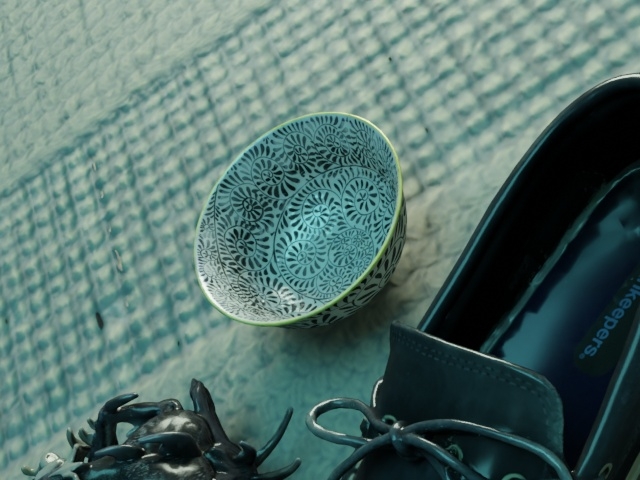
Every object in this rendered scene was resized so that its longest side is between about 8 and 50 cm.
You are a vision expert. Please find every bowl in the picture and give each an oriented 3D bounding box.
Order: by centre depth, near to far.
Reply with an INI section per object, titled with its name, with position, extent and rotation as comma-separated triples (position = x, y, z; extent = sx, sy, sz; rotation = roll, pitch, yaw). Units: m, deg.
[bowl]
position = 0.000, 0.000, 0.917
extent = 0.170, 0.080, 0.170
rotation = -17, 54, 25

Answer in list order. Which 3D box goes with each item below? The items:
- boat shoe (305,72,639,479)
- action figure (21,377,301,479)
[boat shoe]
position = 0.088, 0.117, 0.705
extent = 0.187, 0.156, 0.500
rotation = 22, 71, 47
[action figure]
position = -0.146, 0.185, 0.868
extent = 0.275, 0.141, 0.164
rotation = -9, 44, -2
